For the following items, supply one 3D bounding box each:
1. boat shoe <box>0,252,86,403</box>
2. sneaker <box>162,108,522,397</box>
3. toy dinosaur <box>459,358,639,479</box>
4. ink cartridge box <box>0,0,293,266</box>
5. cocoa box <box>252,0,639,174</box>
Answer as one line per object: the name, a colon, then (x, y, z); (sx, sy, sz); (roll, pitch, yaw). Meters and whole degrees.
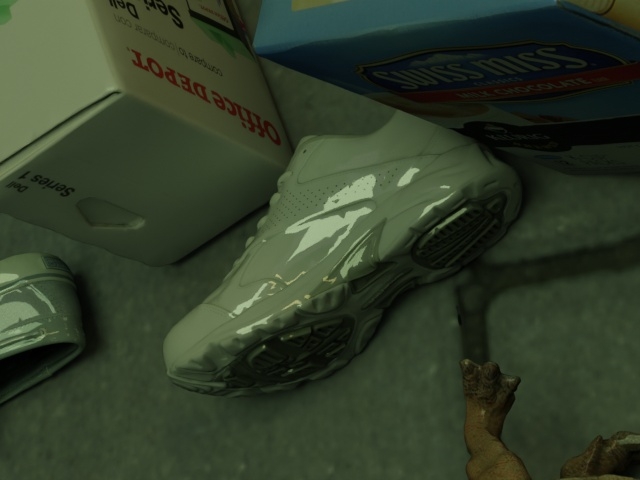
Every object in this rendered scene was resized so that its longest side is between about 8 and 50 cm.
boat shoe: (-0.247, 0.095, 1.072); (0.227, 0.079, 0.081); (-33, 60, 15)
sneaker: (0.000, 0.000, 0.963); (0.232, 0.090, 0.115); (-34, 57, 8)
toy dinosaur: (0.127, 0.162, 0.771); (0.296, 0.127, 0.200); (-9, 52, 46)
ink cartridge box: (-0.143, -0.145, 1.001); (0.117, 0.201, 0.278); (-30, 65, 20)
cocoa box: (0.146, -0.228, 0.806); (0.231, 0.228, 0.347); (1, 77, 55)
